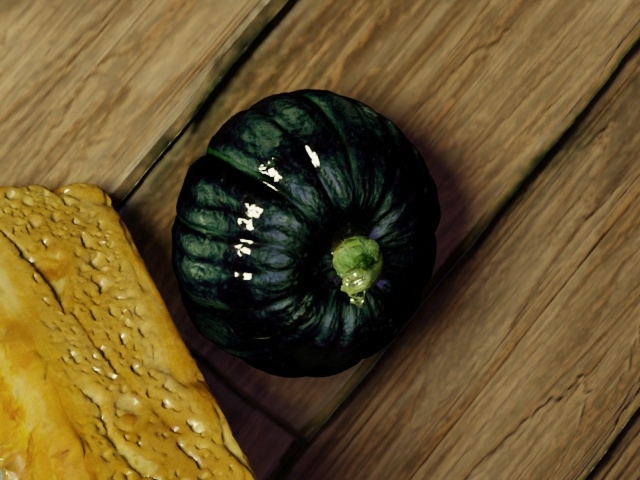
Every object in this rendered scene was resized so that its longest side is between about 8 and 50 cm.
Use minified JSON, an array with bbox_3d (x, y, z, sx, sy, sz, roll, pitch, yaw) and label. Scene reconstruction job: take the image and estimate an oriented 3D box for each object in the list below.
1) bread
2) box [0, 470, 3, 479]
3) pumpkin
[{"bbox_3d":[-0.144,0.076,0.912,0.139,0.271,0.077,-9,139,-33],"label":"bread"},{"bbox_3d":[-0.250,0.180,0.934,0.369,0.190,0.112,-2,110,-28],"label":"box"},{"bbox_3d":[-0.007,-0.004,1.040,0.194,0.150,0.194,-47,147,-45],"label":"pumpkin"}]
